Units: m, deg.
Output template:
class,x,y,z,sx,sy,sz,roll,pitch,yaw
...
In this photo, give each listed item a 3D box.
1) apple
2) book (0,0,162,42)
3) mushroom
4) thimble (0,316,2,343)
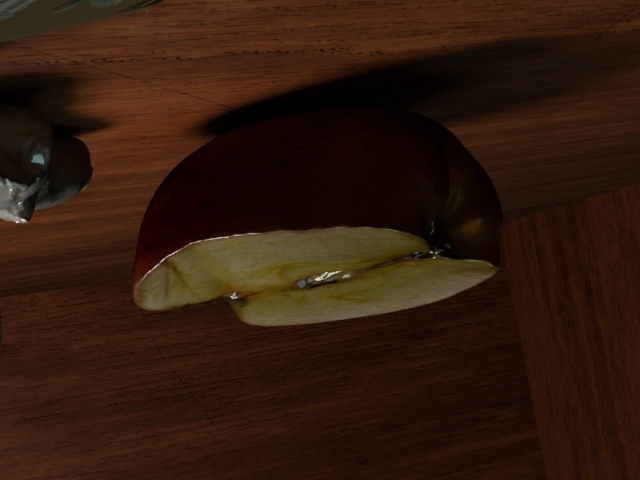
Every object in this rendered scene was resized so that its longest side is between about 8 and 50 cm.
class,x,y,z,sx,sy,sz,roll,pitch,yaw
apple,0.000,0.000,1.267,0.365,0.295,0.329,-17,-160,37
book,-0.134,-0.123,0.577,0.217,0.021,0.310,-15,-173,44
mushroom,-0.262,-0.066,1.055,0.099,0.096,0.278,34,178,3
thimble,-0.512,0.061,1.385,0.291,0.195,0.291,-11,177,-1
